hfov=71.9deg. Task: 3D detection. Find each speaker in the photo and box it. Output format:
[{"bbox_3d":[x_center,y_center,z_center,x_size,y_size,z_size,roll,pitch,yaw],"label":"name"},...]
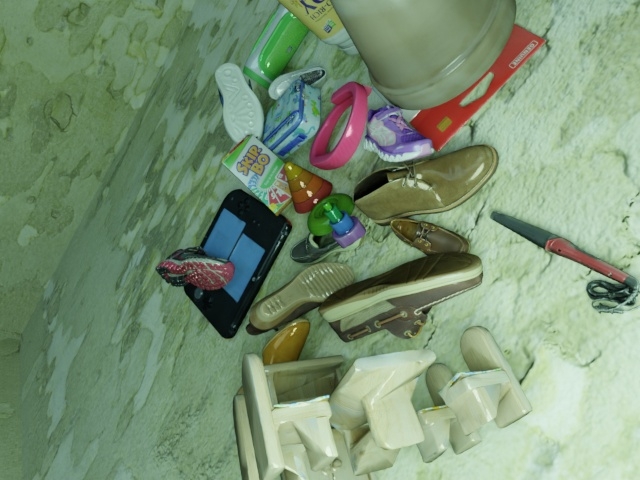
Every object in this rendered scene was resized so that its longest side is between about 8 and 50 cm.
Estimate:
[{"bbox_3d":[-0.140,-0.667,1.494,0.296,0.131,0.131,-55,42,12],"label":"speaker"}]

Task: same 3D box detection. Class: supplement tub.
[{"bbox_3d":[0.019,-0.679,1.161,0.241,0.332,0.240,-33,42,36],"label":"supplement tub"}]

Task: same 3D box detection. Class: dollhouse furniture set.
[{"bbox_3d":[0.035,0.252,0.723,0.394,0.363,0.256,112,148,-46],"label":"dollhouse furniture set"}]

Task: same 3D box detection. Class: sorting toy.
[{"bbox_3d":[-0.013,-0.105,1.032,0.127,0.126,0.365,-40,30,1],"label":"sorting toy"}]

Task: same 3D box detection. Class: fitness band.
[{"bbox_3d":[0.044,-0.280,1.098,0.208,0.055,0.291,-70,18,-2],"label":"fitness band"}]

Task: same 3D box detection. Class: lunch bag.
[{"bbox_3d":[-0.088,-0.348,1.297,0.219,0.090,0.175,-26,55,49],"label":"lunch bag"}]

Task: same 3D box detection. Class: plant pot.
[{"bbox_3d":[0.169,-0.471,0.870,0.323,0.281,0.322,-24,53,37],"label":"plant pot"}]

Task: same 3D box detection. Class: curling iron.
[{"bbox_3d":[0.373,0.021,0.705,0.068,0.035,0.274,-53,43,13],"label":"curling iron"}]

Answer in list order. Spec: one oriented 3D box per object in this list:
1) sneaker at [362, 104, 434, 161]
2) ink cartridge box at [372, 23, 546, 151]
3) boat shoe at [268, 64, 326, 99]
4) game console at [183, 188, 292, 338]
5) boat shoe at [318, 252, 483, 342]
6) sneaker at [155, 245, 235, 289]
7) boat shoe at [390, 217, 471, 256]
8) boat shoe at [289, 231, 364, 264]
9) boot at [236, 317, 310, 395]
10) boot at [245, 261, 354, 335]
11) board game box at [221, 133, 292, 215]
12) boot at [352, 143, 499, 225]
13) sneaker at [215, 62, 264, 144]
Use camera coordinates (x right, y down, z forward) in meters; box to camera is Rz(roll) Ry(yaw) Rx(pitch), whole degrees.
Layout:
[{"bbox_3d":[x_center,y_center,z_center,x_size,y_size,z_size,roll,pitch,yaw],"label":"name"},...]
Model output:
[{"bbox_3d":[0.158,-0.235,0.953,0.236,0.095,0.104,-133,35,-60],"label":"sneaker"},{"bbox_3d":[0.281,-0.383,0.971,0.296,0.066,0.261,-47,43,20],"label":"ink cartridge box"},{"bbox_3d":[-0.066,-0.474,1.325,0.184,0.066,0.063,-22,28,-10],"label":"boat shoe"},{"bbox_3d":[-0.268,0.052,1.338,0.342,0.060,0.386,33,97,49],"label":"game console"},{"bbox_3d":[0.156,0.124,0.839,0.342,0.123,0.123,-24,99,31],"label":"boat shoe"},{"bbox_3d":[-0.370,0.068,1.320,0.300,0.120,0.112,2,44,36],"label":"sneaker"},{"bbox_3d":[0.208,-0.005,0.869,0.178,0.060,0.064,25,91,49],"label":"boat shoe"},{"bbox_3d":[0.000,0.001,1.071,0.224,0.074,0.080,-18,57,39],"label":"boat shoe"},{"bbox_3d":[-0.068,0.342,0.976,0.295,0.104,0.211,-55,49,15],"label":"boot"},{"bbox_3d":[-0.056,0.139,1.032,0.090,0.249,0.207,63,157,13],"label":"boot"},{"bbox_3d":[-0.168,-0.197,1.262,0.124,0.039,0.259,-45,68,-5],"label":"board game box"},{"bbox_3d":[0.200,-0.117,0.893,0.306,0.115,0.112,-23,54,36],"label":"boot"},{"bbox_3d":[-0.252,-0.399,1.470,0.130,0.236,0.322,-19,71,-4],"label":"sneaker"}]
